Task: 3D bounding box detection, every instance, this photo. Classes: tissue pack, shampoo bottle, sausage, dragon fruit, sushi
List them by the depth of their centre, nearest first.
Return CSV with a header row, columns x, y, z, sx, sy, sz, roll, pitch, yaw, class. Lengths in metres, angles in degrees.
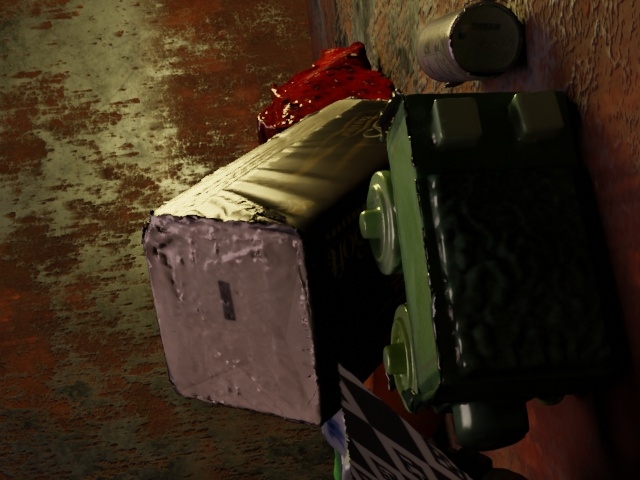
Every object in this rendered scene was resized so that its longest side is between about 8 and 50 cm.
x,y,z,sx,sy,sz,roll,pitch,yaw,class
0.138,0.205,0.693,0.294,0.059,0.292,38,160,23,sushi
0.129,-0.178,0.925,0.214,0.072,0.072,-117,21,-81,shampoo bottle
0.000,0.000,1.006,0.370,0.198,0.210,-40,-46,-50,tissue pack
0.115,0.161,1.346,0.133,0.133,0.258,-103,10,-64,sausage
0.009,-0.166,1.673,0.329,0.227,0.286,-103,5,-46,dragon fruit

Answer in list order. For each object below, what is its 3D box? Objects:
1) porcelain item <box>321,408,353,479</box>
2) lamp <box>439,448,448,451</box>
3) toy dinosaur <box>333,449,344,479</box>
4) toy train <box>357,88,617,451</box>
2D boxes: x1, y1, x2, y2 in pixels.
x,y,z,sx,sy,sz,roll,pitch,yaw,class
0.080,0.210,1.599,0.243,0.178,0.405,88,174,-51,porcelain item
0.152,0.360,1.348,0.250,0.101,0.101,98,167,-45,lamp
0.049,0.411,1.739,0.500,0.144,0.375,48,-151,-37,toy dinosaur
0.121,0.018,0.762,0.188,0.159,0.272,110,156,-68,toy train
